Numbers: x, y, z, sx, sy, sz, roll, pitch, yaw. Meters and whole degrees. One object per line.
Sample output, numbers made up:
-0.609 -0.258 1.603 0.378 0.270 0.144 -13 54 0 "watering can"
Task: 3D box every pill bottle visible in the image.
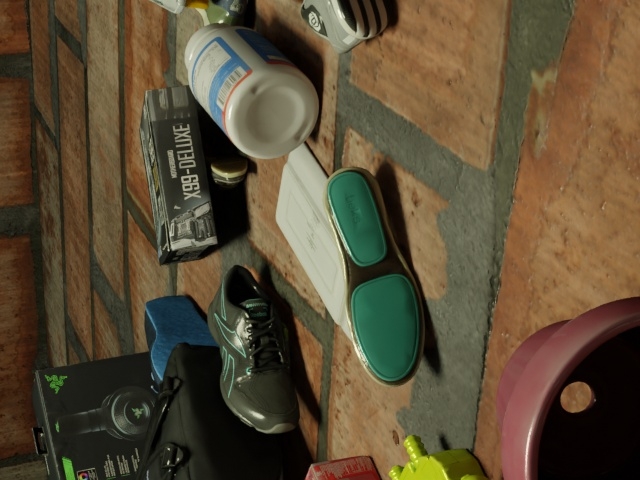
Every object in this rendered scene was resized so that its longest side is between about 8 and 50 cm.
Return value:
-0.098 -0.203 1.471 0.221 0.124 0.124 -129 38 -52 "pill bottle"

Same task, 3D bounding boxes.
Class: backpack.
-0.168 0.369 1.683 0.355 0.273 0.290 -56 35 35 "backpack"

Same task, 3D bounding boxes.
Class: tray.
0.000 0.000 1.427 0.270 0.030 0.145 -122 34 -44 "tray"

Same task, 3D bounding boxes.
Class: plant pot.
0.211 0.132 0.797 0.180 0.201 0.201 -146 50 -81 "plant pot"

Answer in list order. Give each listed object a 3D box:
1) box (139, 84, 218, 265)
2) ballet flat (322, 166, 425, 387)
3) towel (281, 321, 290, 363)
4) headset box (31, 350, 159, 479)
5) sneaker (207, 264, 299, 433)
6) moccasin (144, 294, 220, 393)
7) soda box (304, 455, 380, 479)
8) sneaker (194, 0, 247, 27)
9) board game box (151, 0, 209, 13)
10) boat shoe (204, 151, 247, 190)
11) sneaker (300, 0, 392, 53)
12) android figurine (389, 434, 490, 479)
-0.229 -0.093 1.803 0.307 0.077 0.242 156 105 -78 "box"
0.061 0.040 1.256 0.086 0.086 0.248 145 116 -65 "ballet flat"
-0.058 0.156 1.637 0.060 0.009 0.083 -149 55 -62 "towel"
-0.400 0.356 2.155 0.131 0.283 0.246 123 135 -57 "headset box"
-0.096 0.149 1.584 0.267 0.101 0.106 -119 34 -40 "sneaker"
-0.222 0.203 1.922 0.342 0.138 0.116 -116 21 -66 "moccasin"
0.060 0.388 1.344 0.092 0.083 0.263 108 147 -44 "soda box"
-0.146 -0.358 1.622 0.086 0.064 0.192 -65 35 33 "sneaker"
-0.214 -0.548 1.644 0.390 0.050 0.390 39 122 58 "board game box"
-0.139 -0.099 1.697 0.152 0.056 0.049 -138 39 -70 "boat shoe"
0.002 -0.312 1.255 0.132 0.086 0.228 146 113 -67 "sneaker"
0.143 0.330 1.170 0.248 0.056 0.273 109 143 -47 "android figurine"
